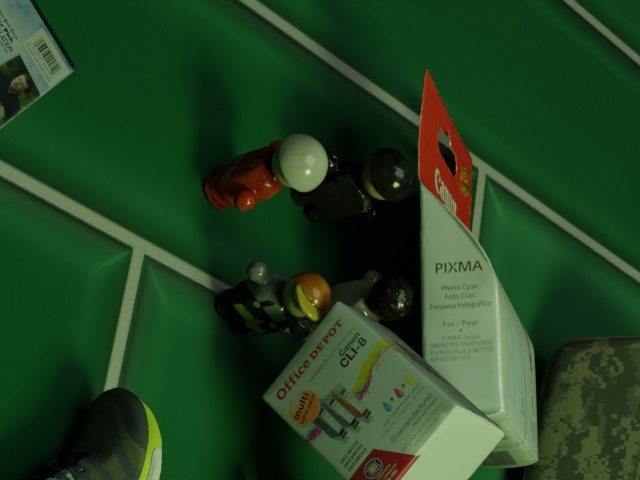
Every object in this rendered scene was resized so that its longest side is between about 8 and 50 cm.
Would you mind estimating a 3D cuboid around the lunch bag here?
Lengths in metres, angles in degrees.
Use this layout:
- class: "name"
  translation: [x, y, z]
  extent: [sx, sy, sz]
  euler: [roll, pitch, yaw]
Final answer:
- class: "lunch bag"
  translation: [0.390, 0.291, 2.071]
  extent: [0.256, 0.213, 0.305]
  euler: [52, 44, -48]

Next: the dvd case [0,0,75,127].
- class: "dvd case"
  translation: [-0.343, -0.171, 1.516]
  extent: [0.180, 0.022, 0.253]
  euler: [59, 43, -16]

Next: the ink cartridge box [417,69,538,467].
- class: "ink cartridge box"
  translation: [0.181, 0.039, 1.890]
  extent: [0.308, 0.091, 0.384]
  euler: [49, 40, -68]

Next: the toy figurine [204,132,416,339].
- class: "toy figurine"
  translation: [0.000, 0.000, 1.752]
  extent: [0.213, 0.148, 0.209]
  euler: [9, 72, -47]

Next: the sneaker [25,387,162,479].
- class: "sneaker"
  translation: [-0.235, 0.236, 1.453]
  extent: [0.121, 0.111, 0.300]
  euler: [46, 46, -24]

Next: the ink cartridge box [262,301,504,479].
- class: "ink cartridge box"
  translation: [0.060, 0.170, 1.652]
  extent: [0.128, 0.176, 0.127]
  euler: [-52, 146, 4]
